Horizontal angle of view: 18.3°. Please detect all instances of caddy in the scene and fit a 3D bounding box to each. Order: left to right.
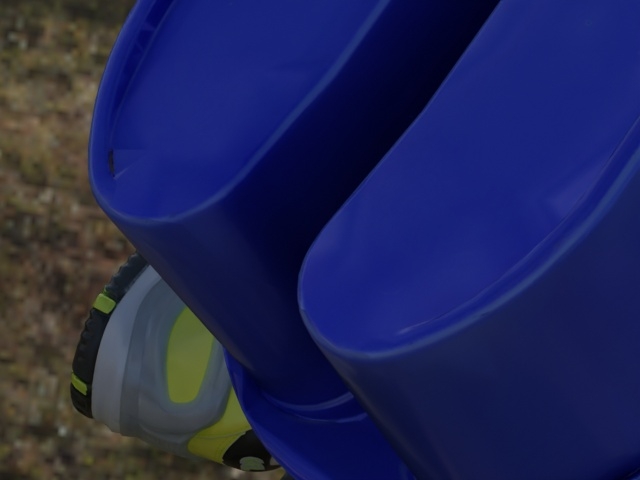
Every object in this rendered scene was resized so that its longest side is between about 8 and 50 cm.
[{"bbox_3d":[0.081,-0.059,0.731,0.241,0.341,0.179,30,-9,39],"label":"caddy"}]

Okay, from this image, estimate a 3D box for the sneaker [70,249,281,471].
[{"bbox_3d":[0.000,0.000,1.292,0.147,0.145,0.385,30,61,13],"label":"sneaker"}]

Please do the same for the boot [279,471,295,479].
[{"bbox_3d":[0.130,0.277,1.669,0.260,0.131,0.348,43,15,32],"label":"boot"}]
